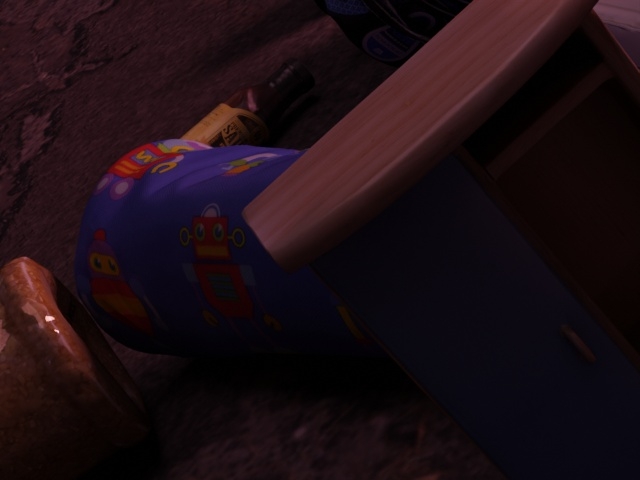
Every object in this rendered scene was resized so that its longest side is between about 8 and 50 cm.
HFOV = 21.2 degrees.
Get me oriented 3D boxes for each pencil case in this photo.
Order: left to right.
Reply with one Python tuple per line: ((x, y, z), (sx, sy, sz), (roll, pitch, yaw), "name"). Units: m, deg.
((0.000, 0.000, 0.862), (0.133, 0.119, 0.306), (-19, 10, -38), "pencil case")

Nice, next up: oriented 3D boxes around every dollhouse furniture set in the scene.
((0.159, 0.029, 0.472), (0.286, 0.198, 0.303), (-42, 25, 1), "dollhouse furniture set")

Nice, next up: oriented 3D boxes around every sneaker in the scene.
((0.093, -0.164, 1.067), (0.147, 0.130, 0.330), (-54, 24, -7), "sneaker")

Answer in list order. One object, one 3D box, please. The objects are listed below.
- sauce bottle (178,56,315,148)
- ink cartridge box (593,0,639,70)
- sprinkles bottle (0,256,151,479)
((-0.058, -0.076, 1.161), (0.128, 0.042, 0.042), (-44, 26, -14), "sauce bottle")
((0.228, -0.142, 0.857), (0.218, 0.092, 0.158), (-37, 24, -9), "ink cartridge box")
((-0.262, 0.157, 0.904), (0.355, 0.121, 0.121), (-36, 24, 0), "sprinkles bottle")
